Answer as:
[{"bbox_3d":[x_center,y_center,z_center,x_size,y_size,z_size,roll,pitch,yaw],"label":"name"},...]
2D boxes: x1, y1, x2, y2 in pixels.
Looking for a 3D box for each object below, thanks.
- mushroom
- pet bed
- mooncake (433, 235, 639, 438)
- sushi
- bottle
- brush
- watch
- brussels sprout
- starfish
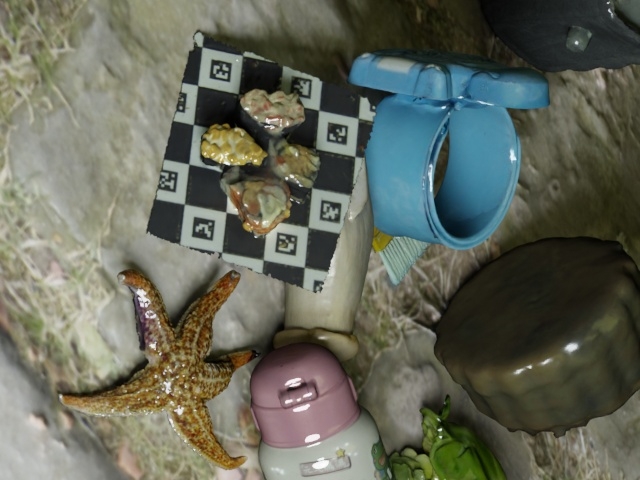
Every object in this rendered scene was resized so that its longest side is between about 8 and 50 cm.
[{"bbox_3d":[0.003,-0.003,1.923,0.108,0.096,0.246,11,78,-70],"label":"mushroom"},{"bbox_3d":[0.283,-0.276,2.186,0.159,0.211,0.183,-43,117,-32],"label":"pet bed"},{"bbox_3d":[0.239,0.100,2.070,0.124,0.228,0.228,57,48,-30],"label":"mooncake"},{"bbox_3d":[-0.049,-0.077,1.848,0.193,0.040,0.210,20,69,-13],"label":"sushi"},{"bbox_3d":[0.007,0.215,1.862,0.120,0.120,0.253,-37,116,-44],"label":"bottle"},{"bbox_3d":[0.049,-0.064,2.043,0.082,0.010,0.218,-49,118,-39],"label":"brush"},{"bbox_3d":[0.113,-0.091,1.995,0.211,0.211,0.193,-9,107,-48],"label":"watch"},{"bbox_3d":[0.141,0.254,2.041,0.181,0.100,0.139,58,29,-2],"label":"brussels sprout"},{"bbox_3d":[-0.130,0.121,1.783,0.238,0.057,0.213,-26,103,-46],"label":"starfish"}]
